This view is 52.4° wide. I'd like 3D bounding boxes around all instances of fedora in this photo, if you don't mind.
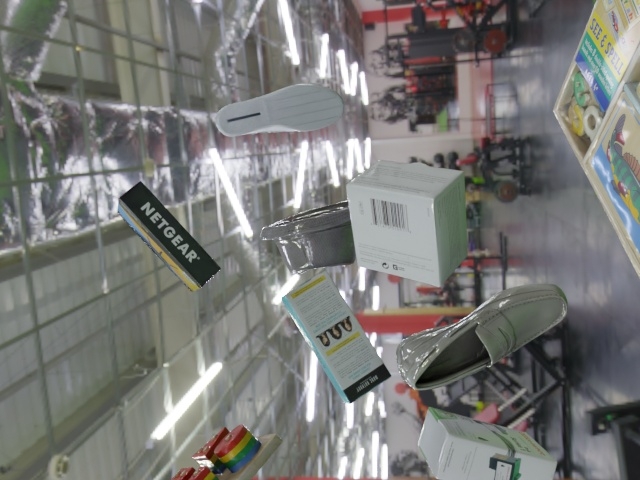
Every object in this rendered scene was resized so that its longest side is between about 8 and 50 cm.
[{"bbox_3d":[0.000,0.000,1.381,0.275,0.243,0.124,-45,-59,-79],"label":"fedora"}]

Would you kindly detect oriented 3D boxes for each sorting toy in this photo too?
[{"bbox_3d":[-0.244,0.525,1.475,0.255,0.089,0.257,-44,5,-34],"label":"sorting toy"}]

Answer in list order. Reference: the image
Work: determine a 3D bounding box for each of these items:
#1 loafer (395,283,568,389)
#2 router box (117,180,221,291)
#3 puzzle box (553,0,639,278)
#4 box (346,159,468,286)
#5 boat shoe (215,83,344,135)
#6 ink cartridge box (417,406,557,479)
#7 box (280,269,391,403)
[{"bbox_3d":[0.288,0.174,1.129,0.112,0.319,0.111,62,-177,-22],"label":"loafer"},{"bbox_3d":[-0.238,-0.002,1.010,0.179,0.046,0.133,48,162,-6],"label":"router box"},{"bbox_3d":[0.346,-0.073,0.591,0.272,0.052,0.409,90,170,-56],"label":"puzzle box"},{"bbox_3d":[0.160,-0.035,1.178,0.119,0.181,0.182,-39,-50,-40],"label":"box"},{"bbox_3d":[-0.106,-0.345,1.707,0.119,0.335,0.121,-89,-6,-74],"label":"boat shoe"},{"bbox_3d":[0.318,0.414,1.260,0.160,0.219,0.093,-135,61,-84],"label":"ink cartridge box"},{"bbox_3d":[0.029,0.188,1.274,0.244,0.100,0.060,59,166,4],"label":"box"}]
